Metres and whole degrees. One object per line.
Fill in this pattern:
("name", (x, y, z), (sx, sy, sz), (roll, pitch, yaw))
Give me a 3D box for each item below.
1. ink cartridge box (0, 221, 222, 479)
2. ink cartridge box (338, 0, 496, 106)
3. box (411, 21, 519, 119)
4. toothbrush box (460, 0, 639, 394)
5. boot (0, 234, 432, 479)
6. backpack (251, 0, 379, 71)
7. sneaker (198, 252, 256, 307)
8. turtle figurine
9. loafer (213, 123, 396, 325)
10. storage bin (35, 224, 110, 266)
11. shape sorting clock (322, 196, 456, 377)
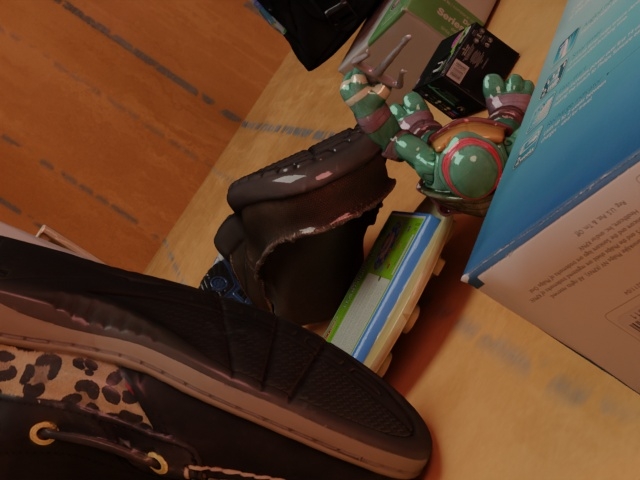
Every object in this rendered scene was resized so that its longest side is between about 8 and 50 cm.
("ink cartridge box", (-0.181, 0.141, 0.915), (0.131, 0.306, 0.226), (-104, 37, -72))
("ink cartridge box", (0.126, -0.266, 1.358), (0.154, 0.093, 0.212), (-36, 24, 58))
("box", (0.130, -0.152, 1.134), (0.062, 0.052, 0.083), (-58, 11, -10))
("toothbrush box", (0.203, -0.102, 0.518), (0.216, 0.126, 0.295), (-43, 18, 51))
("boot", (-0.147, 0.167, 0.784), (0.138, 0.378, 0.284), (-89, 17, -76))
("backpack", (-0.047, -0.419, 1.375), (0.290, 0.356, 0.273), (-50, 11, 27))
("sneaker", (-0.102, 0.060, 1.495), (0.211, 0.080, 0.081), (-69, -4, -50))
("turtle figurine", (0.099, -0.073, 0.839), (0.234, 0.175, 0.118), (-64, -21, -81))
("loafer", (0.000, 0.000, 1.071), (0.134, 0.130, 0.366), (-26, -5, -11))
("storage bin", (-0.237, 0.171, 1.238), (0.260, 0.262, 0.123), (-60, 11, -17))
("shape sorting clock", (0.050, 0.049, 0.944), (0.206, 0.040, 0.206), (-59, 10, 16))
